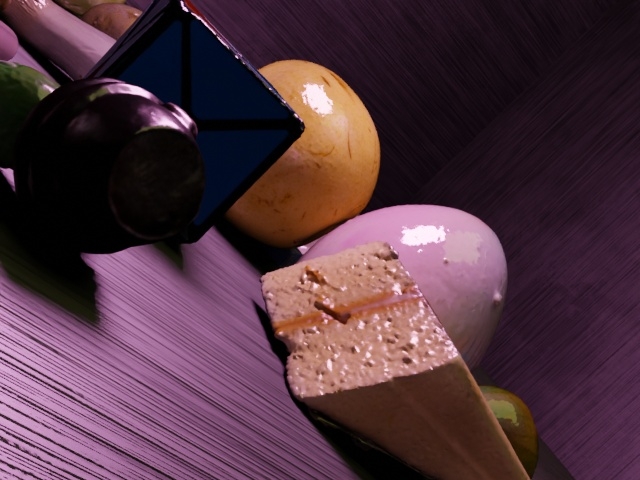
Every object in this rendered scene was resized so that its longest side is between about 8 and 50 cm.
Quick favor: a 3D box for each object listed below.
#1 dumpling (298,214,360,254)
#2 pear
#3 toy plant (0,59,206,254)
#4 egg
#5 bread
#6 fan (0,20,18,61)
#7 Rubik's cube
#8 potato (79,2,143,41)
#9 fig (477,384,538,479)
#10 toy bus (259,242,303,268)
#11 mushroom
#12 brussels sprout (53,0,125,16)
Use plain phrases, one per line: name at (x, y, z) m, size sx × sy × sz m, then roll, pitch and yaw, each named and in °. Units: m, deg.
dumpling at (0.017, -0.006, 2.158) m, size 0.204 × 0.163 × 0.293 m, roll 47°, pitch 16°, yaw -34°
pear at (-0.056, -0.153, 1.761) m, size 0.348 × 0.348 × 0.348 m, roll 46°, pitch 6°, yaw -6°
toy plant at (-0.237, -0.081, 0.944) m, size 0.235 × 0.175 × 0.218 m, roll 15°, pitch -23°, yaw 39°
egg at (0.160, 0.086, 1.661) m, size 0.354 × 0.340 × 0.354 m, roll 46°, pitch 4°, yaw -5°
bread at (0.116, 0.230, 1.352) m, size 0.345 × 0.242 × 0.405 m, roll -108°, pitch 172°, yaw -70°
fan at (-0.446, -0.275, 1.179) m, size 0.130 × 0.074 × 0.244 m, roll 36°, pitch -1°, yaw 12°
Rubik's cube at (-0.202, -0.179, 1.351) m, size 0.246 × 0.248 × 0.250 m, roll 45°, pitch 5°, yaw -21°
potato at (-0.383, -0.371, 1.849) m, size 0.177 × 0.160 × 0.235 m, roll 69°, pitch -13°, yaw -12°
fig at (0.259, 0.322, 1.562) m, size 0.191 × 0.181 × 0.181 m, roll 36°, pitch 10°, yaw -25°
toy bus at (-0.096, -0.008, 1.885) m, size 0.153 × 0.051 × 0.061 m, roll 50°, pitch 13°, yaw 28°
mushroom at (-0.399, -0.305, 1.575) m, size 0.328 × 0.122 × 0.159 m, roll 45°, pitch -30°, yaw -15°
brussels sprout at (-0.538, -0.637, 2.118) m, size 0.328 × 0.247 × 0.328 m, roll 46°, pitch 10°, yaw -10°
